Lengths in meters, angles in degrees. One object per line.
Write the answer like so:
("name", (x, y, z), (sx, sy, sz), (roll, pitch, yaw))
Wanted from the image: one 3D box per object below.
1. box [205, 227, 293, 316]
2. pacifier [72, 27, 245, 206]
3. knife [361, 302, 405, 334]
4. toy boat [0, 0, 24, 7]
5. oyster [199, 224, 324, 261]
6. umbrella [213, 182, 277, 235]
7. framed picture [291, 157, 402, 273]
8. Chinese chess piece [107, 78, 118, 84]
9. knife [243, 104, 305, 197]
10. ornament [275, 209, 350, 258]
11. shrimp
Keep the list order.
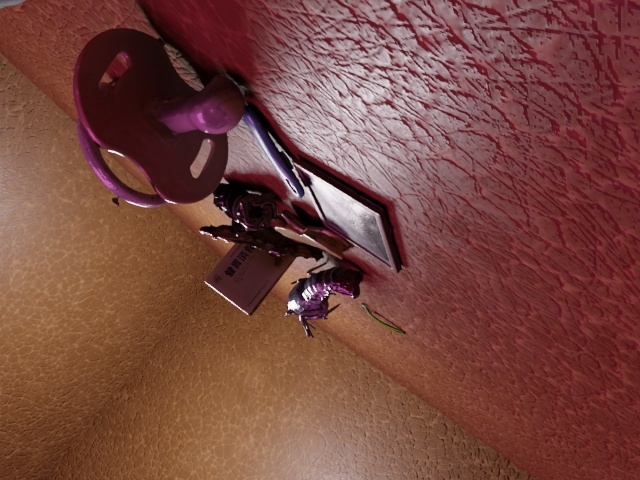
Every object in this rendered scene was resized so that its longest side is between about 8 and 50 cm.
("box", (-0.210, 0.083, 1.810), (0.175, 0.260, 0.062), (36, 168, 8))
("pacifier", (-0.260, -0.210, 0.991), (0.332, 0.273, 0.220), (47, -166, -41))
("knife", (0.198, 0.257, 1.839), (0.166, 0.022, 0.078), (33, 172, 29))
("toy boat", (-0.534, -0.472, 0.959), (0.100, 0.199, 0.290), (3, -161, -45))
("oyster", (-0.155, 0.000, 1.569), (0.345, 0.078, 0.128), (14, -168, -7))
("umbrella", (-0.212, -0.094, 1.543), (0.358, 0.113, 0.106), (27, 138, 61))
("framed picture", (0.058, -0.043, 1.116), (0.209, 0.019, 0.281), (33, 167, 27))
("Chinese chess piece", (-0.490, -0.314, 1.555), (0.251, 0.097, 0.251), (37, 169, 8))
("knife", (-0.082, -0.159, 1.053), (0.064, 0.031, 0.222), (47, 173, 47))
("ornament", (0.000, 0.000, 1.382), (0.201, 0.059, 0.180), (25, 173, 44))
("shrimp", (-0.003, 0.155, 1.632), (0.166, 0.221, 0.410), (16, 155, -4))
